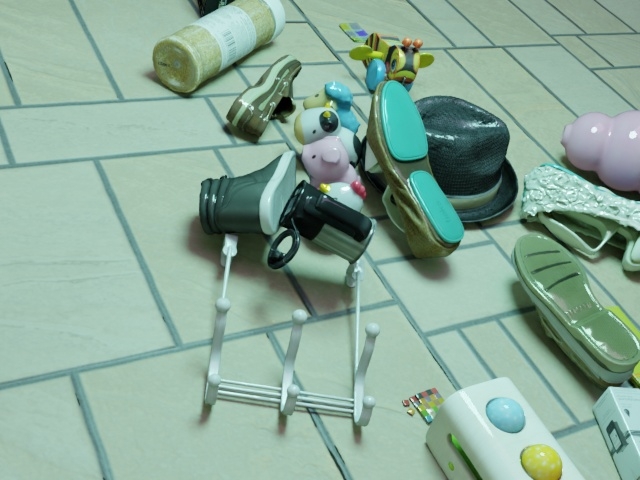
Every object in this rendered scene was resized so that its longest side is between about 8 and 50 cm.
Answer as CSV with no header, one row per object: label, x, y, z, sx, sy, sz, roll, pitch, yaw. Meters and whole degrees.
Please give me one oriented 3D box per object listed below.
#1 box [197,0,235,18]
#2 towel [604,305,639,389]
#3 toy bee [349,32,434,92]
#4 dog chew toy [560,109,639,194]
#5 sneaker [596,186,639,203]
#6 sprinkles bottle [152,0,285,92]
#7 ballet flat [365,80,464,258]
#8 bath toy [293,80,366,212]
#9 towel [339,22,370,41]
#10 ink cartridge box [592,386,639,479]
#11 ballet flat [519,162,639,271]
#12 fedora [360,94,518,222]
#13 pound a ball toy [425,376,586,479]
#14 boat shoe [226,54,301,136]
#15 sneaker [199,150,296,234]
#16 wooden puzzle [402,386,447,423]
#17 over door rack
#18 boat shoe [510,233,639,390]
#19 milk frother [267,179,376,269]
box,-0.242,-0.616,1.913,0.078,0.147,0.180,1,43,-19
towel,0.546,0.206,1.386,0.102,0.021,0.237,-2,43,-30
toy bee,0.183,-0.401,1.822,0.195,0.162,0.298,-14,50,-35
dog chew toy,0.691,-0.189,1.756,0.332,0.206,0.206,16,39,10
sneaker,0.623,-0.057,1.675,0.152,0.058,0.084,30,36,20
sprinkles bottle,-0.211,-0.437,1.743,0.121,0.121,0.355,29,41,12
ballet flat,0.148,-0.118,1.465,0.116,0.124,0.342,-11,73,-39
bath toy,0.022,-0.147,1.482,0.151,0.129,0.348,23,39,-21
towel,0.089,-0.526,2.042,0.060,0.009,0.083,-8,47,-29
ink cartridge box,0.496,0.302,1.222,0.109,0.063,0.150,6,41,-14
ballet flat,0.578,-0.015,1.585,0.409,0.147,0.147,24,40,11
fedora,0.250,-0.183,1.591,0.334,0.152,0.334,8,45,-8
pound a ball toy,0.249,0.340,1.032,0.208,0.135,0.319,-9,47,-28
boat shoe,-0.093,-0.288,1.658,0.095,0.095,0.257,36,48,0
sneaker,-0.124,-0.089,1.392,0.147,0.104,0.295,1,21,10
wooden puzzle,0.165,0.246,1.205,0.083,0.006,0.049,-13,49,-31
over door rack,-0.041,0.110,1.204,0.240,0.108,0.324,11,40,-10
boat shoe,0.412,0.120,1.365,0.113,0.103,0.302,-14,50,-16
milk frother,0.000,0.000,1.255,0.135,0.143,0.129,28,1,-12
